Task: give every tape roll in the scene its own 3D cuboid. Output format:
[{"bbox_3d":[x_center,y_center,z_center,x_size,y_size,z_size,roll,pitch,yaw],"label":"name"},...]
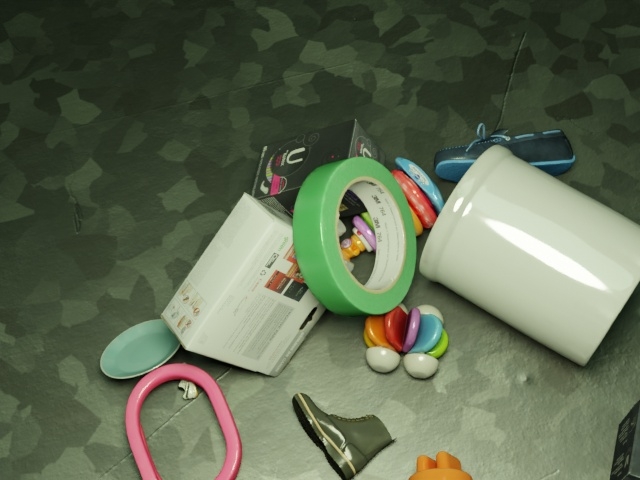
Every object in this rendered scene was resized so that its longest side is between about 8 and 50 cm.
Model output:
[{"bbox_3d":[0.076,-0.007,1.662,0.077,0.321,0.321,-9,50,39],"label":"tape roll"}]

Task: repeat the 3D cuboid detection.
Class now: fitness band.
[{"bbox_3d":[-0.278,0.389,1.655,0.209,0.054,0.291,-24,65,-6],"label":"fitness band"}]

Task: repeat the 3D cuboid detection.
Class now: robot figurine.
[{"bbox_3d":[0.228,0.508,1.517,0.158,0.128,0.219,3,58,-3],"label":"robot figurine"}]

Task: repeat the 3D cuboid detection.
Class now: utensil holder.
[{"bbox_3d":[0.453,0.034,1.696,0.385,0.327,0.327,33,65,19],"label":"utensil holder"}]

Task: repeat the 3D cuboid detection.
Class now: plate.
[{"bbox_3d":[-0.381,0.238,1.760,0.188,0.024,0.188,-14,31,9],"label":"plate"}]

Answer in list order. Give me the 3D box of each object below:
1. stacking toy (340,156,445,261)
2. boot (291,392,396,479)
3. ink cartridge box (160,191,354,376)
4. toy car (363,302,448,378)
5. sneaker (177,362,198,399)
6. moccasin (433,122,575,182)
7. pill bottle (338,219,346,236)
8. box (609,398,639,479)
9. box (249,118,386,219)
[{"bbox_3d":[0.135,-0.033,1.876,0.302,0.166,0.175,-37,58,-2],"label":"stacking toy"},{"bbox_3d":[0.046,0.368,1.660,0.137,0.077,0.198,-31,74,-20],"label":"boot"},{"bbox_3d":[-0.123,0.102,1.685,0.309,0.272,0.130,-55,45,6],"label":"ink cartridge box"},{"bbox_3d":[0.179,0.192,1.716,0.182,0.136,0.159,8,58,9],"label":"toy car"},{"bbox_3d":[-0.289,0.299,1.742,0.037,0.032,0.083,-20,58,-9],"label":"sneaker"},{"bbox_3d":[0.433,-0.209,1.969,0.342,0.138,0.117,-2,70,-12],"label":"moccasin"},{"bbox_3d":[0.000,0.000,1.859,0.120,0.067,0.067,-44,57,23],"label":"pill bottle"},{"bbox_3d":[0.615,0.404,1.541,0.093,0.156,0.158,16,60,13],"label":"box"},{"bbox_3d":[-0.007,-0.146,1.876,0.270,0.143,0.165,-12,52,32],"label":"box"}]
